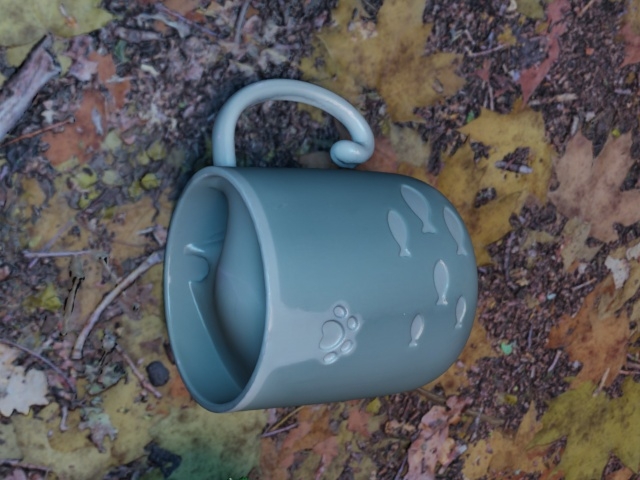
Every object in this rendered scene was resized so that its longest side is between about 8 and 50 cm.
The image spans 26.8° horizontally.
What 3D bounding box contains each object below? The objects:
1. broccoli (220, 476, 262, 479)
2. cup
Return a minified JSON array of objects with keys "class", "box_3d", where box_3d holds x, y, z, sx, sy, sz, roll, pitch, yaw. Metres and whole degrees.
[{"class":"broccoli","box_3d":[-0.135,0.399,1.528,0.308,0.275,0.308,17,90,-71]},{"class":"cup","box_3d":[0.000,0.000,1.452,0.274,0.259,0.357,0,79,-29]}]
